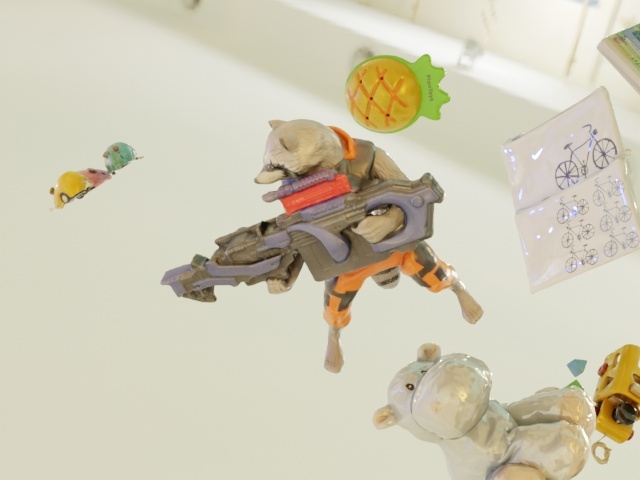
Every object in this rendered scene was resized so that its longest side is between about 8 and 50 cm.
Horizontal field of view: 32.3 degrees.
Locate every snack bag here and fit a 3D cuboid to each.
[{"bbox_3d":[0.487,-0.098,2.171,0.037,0.342,0.323,2,161,-32],"label":"snack bag"}]

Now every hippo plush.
[{"bbox_3d":[0.222,0.237,1.541,0.236,0.234,0.294,47,158,-5],"label":"hippo plush"}]

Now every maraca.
[{"bbox_3d":[0.120,-0.236,1.768,0.186,0.127,0.099,-5,-165,33],"label":"maraca"}]

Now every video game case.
[{"bbox_3d":[0.505,-0.219,1.497,0.193,0.023,0.212,-26,-111,-33],"label":"video game case"}]

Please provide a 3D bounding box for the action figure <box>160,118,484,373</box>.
[{"bbox_3d":[0.000,0.000,1.276,0.341,0.330,0.178,-12,-142,17],"label":"action figure"}]

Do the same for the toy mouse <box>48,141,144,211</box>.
[{"bbox_3d":[-0.263,-0.081,1.295,0.161,0.031,0.143,-27,-171,48],"label":"toy mouse"}]

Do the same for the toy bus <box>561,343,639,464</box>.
[{"bbox_3d":[0.581,0.297,2.096,0.191,0.104,0.202,-11,-112,-28],"label":"toy bus"}]
